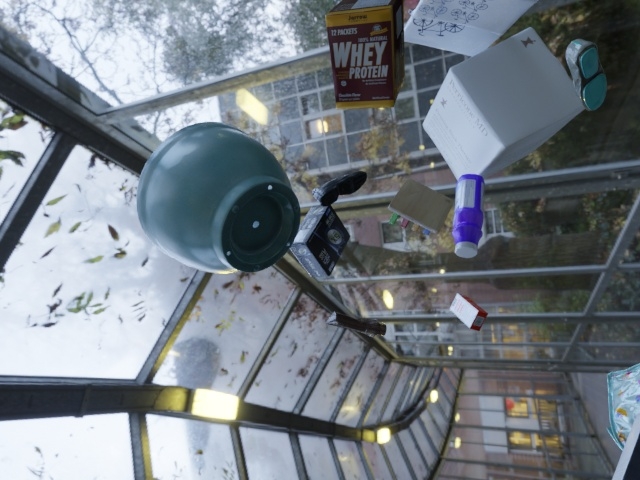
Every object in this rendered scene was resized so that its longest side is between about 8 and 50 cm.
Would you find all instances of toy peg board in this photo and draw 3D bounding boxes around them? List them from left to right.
[{"bbox_3d":[0.296,-0.088,1.264,0.161,0.161,0.079,-52,-14,-39],"label":"toy peg board"}]

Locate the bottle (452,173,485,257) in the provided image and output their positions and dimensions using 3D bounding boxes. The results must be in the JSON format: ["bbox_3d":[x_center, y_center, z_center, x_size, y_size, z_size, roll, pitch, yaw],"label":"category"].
[{"bbox_3d":[0.479,-0.080,1.351,0.118,0.092,0.282,70,-150,-56],"label":"bottle"}]

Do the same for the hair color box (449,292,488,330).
[{"bbox_3d":[0.511,0.246,1.443,0.141,0.043,0.072,-123,52,-68],"label":"hair color box"}]

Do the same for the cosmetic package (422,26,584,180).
[{"bbox_3d":[0.624,-0.448,1.492,0.329,0.327,0.393,61,174,11],"label":"cosmetic package"}]

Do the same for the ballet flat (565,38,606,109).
[{"bbox_3d":[0.675,-0.423,1.060,0.213,0.072,0.068,39,-160,-43],"label":"ballet flat"}]

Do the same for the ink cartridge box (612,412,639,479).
[{"bbox_3d":[0.632,0.497,0.765,0.332,0.165,0.065,-49,-30,-23],"label":"ink cartridge box"}]

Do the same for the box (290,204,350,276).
[{"bbox_3d":[0.000,0.000,1.297,0.147,0.078,0.180,56,-133,-31],"label":"box"}]

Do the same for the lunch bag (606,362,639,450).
[{"bbox_3d":[0.918,0.508,1.125,0.262,0.223,0.160,-61,1,-37],"label":"lunch bag"}]

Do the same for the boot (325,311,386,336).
[{"bbox_3d":[0.061,0.164,0.827,0.106,0.114,0.037,136,145,-72],"label":"boot"}]

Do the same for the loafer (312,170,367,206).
[{"bbox_3d":[0.054,-0.159,1.175,0.170,0.061,0.062,-27,-44,-22],"label":"loafer"}]

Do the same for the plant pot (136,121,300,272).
[{"bbox_3d":[-0.162,-0.055,0.787,0.293,0.196,0.293,-25,-50,-35],"label":"plant pot"}]

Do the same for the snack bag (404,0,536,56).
[{"bbox_3d":[0.439,-0.691,1.318,0.342,0.323,0.037,155,122,-80],"label":"snack bag"}]

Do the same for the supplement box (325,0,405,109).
[{"bbox_3d":[0.107,-0.415,0.908,0.194,0.129,0.191,-67,-26,-48],"label":"supplement box"}]
